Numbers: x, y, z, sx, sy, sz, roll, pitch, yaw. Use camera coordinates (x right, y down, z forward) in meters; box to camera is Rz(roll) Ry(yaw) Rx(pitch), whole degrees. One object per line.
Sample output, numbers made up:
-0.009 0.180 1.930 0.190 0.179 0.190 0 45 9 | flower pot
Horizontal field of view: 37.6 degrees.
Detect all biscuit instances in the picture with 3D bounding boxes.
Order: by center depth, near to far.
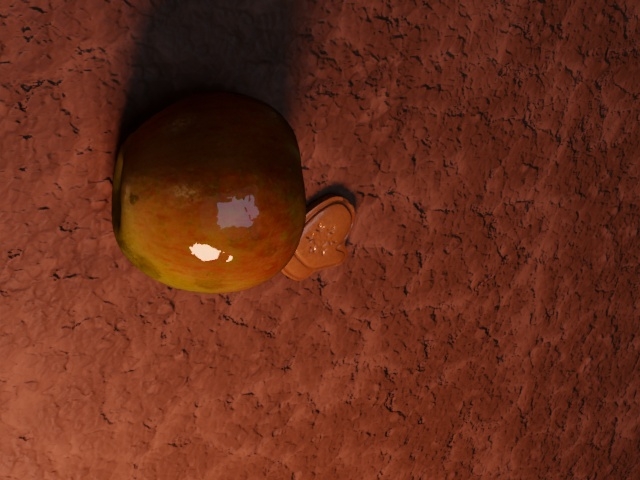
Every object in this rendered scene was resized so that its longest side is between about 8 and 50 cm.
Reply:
0.001 0.001 1.356 0.140 0.023 0.118 -52 131 0 | biscuit

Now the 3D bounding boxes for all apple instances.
-0.136 -0.058 1.125 0.226 0.246 0.246 -5 120 -11 | apple
